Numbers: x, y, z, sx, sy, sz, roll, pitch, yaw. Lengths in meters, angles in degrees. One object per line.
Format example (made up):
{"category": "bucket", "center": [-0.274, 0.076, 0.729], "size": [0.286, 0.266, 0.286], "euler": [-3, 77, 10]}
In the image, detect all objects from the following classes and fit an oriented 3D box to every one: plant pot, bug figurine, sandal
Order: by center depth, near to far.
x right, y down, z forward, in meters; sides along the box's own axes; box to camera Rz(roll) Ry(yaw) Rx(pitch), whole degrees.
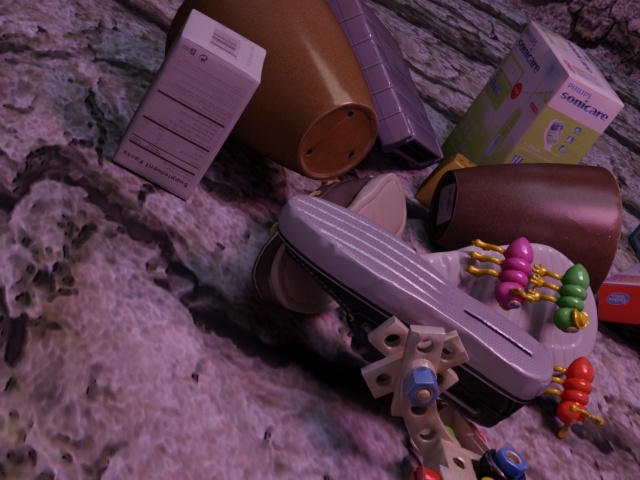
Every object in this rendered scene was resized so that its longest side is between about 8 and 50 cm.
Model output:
{"category": "bug figurine", "center": [0.256, 0.113, 1.306], "size": [0.279, 0.072, 0.216], "euler": [22, 72, -36]}
{"category": "sandal", "center": [0.207, 0.078, 1.390], "size": [0.416, 0.169, 0.102], "euler": [11, -5, -40]}
{"category": "plant pot", "center": [-0.042, -0.200, 1.396], "size": [0.237, 0.237, 0.254], "euler": [8, 33, -44]}
{"category": "plant pot", "center": [0.284, -0.028, 1.588], "size": [0.230, 0.215, 0.215], "euler": [12, 31, -14]}
{"category": "plant pot", "center": [0.210, -0.088, 1.705], "size": [0.081, 0.083, 0.081], "euler": [36, 26, 0]}

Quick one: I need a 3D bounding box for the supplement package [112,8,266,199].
{"category": "supplement package", "center": [-0.153, -0.160, 1.277], "size": [0.105, 0.179, 0.105], "euler": [28, 27, -14]}

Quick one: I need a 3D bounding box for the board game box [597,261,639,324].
{"category": "board game box", "center": [0.633, 0.090, 1.726], "size": [0.316, 0.064, 0.242], "euler": [4, 9, 32]}

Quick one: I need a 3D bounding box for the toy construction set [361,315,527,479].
{"category": "toy construction set", "center": [0.104, 0.232, 0.985], "size": [0.215, 0.151, 0.328], "euler": [26, 38, -19]}

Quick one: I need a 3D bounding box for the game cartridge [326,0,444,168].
{"category": "game cartridge", "center": [0.101, -0.232, 1.643], "size": [0.230, 0.068, 0.355], "euler": [65, 12, 8]}

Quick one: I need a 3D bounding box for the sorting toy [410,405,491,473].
{"category": "sorting toy", "center": [0.134, 0.220, 1.145], "size": [0.075, 0.045, 0.083], "euler": [-1, 38, -38]}

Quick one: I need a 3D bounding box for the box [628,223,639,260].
{"category": "box", "center": [0.726, 0.051, 2.118], "size": [0.244, 0.060, 0.100], "euler": [28, 27, -15]}

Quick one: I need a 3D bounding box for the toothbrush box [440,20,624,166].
{"category": "toothbrush box", "center": [0.340, -0.185, 1.797], "size": [0.122, 0.283, 0.206], "euler": [24, 29, -23]}

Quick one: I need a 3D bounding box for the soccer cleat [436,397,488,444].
{"category": "soccer cleat", "center": [0.155, 0.203, 1.212], "size": [0.083, 0.029, 0.035], "euler": [37, 30, 14]}

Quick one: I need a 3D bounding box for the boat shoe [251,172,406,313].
{"category": "boat shoe", "center": [0.000, 0.000, 1.289], "size": [0.096, 0.117, 0.324], "euler": [-2, 21, 29]}

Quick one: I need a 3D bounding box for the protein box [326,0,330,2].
{"category": "protein box", "center": [-0.093, -0.442, 1.804], "size": [0.201, 0.200, 0.136], "euler": [41, 26, 11]}

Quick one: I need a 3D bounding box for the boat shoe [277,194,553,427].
{"category": "boat shoe", "center": [0.080, 0.085, 1.137], "size": [0.335, 0.119, 0.121], "euler": [37, 25, 1]}
